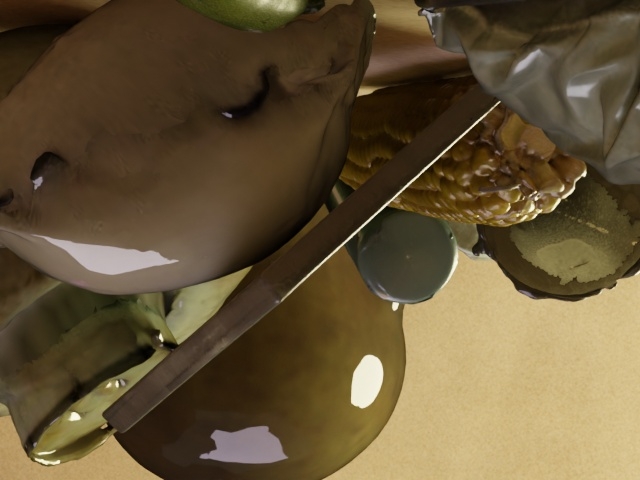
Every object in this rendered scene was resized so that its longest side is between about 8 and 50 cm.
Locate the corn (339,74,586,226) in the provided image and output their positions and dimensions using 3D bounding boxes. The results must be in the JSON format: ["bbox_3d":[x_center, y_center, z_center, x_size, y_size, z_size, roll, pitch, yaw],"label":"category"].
[{"bbox_3d":[0.085,-0.062,1.341,0.106,0.106,0.305,7,179,-21],"label":"corn"}]

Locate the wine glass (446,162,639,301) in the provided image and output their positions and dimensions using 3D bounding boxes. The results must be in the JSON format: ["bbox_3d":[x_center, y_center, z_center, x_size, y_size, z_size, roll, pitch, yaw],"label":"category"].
[{"bbox_3d":[0.164,-0.035,1.525,0.156,0.156,0.232,7,-177,-12],"label":"wine glass"}]

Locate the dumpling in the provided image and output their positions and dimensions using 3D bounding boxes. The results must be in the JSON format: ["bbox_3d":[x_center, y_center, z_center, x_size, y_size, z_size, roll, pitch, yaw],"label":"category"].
[{"bbox_3d":[-0.099,-0.051,1.051,0.243,0.175,0.227,6,171,-6],"label":"dumpling"}]

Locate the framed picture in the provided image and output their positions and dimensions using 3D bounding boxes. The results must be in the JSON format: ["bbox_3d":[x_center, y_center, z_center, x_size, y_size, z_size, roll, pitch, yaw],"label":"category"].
[{"bbox_3d":[0.000,0.000,1.100,0.020,0.240,0.324,49,155,0],"label":"framed picture"}]

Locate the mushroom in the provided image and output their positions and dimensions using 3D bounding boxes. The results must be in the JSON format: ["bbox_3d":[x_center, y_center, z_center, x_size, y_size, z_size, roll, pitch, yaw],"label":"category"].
[{"bbox_3d":[-0.194,0.008,1.289,0.352,0.260,0.352,-31,162,-11],"label":"mushroom"}]

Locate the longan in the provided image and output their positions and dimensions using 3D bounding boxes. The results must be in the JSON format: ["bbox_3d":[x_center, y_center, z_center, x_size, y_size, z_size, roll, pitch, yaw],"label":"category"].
[{"bbox_3d":[-0.070,0.064,1.837,0.361,0.361,0.361,6,178,0],"label":"longan"}]

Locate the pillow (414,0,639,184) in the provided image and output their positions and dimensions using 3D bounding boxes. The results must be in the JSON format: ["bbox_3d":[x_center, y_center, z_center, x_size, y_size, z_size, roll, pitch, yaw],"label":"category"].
[{"bbox_3d":[0.211,-0.057,0.516,0.310,0.138,0.283,4,180,-25],"label":"pillow"}]

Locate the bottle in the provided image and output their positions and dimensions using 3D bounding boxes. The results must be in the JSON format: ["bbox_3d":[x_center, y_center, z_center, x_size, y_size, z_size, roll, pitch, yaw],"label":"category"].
[{"bbox_3d":[0.049,-0.029,1.573,0.082,0.082,0.286,7,-163,-10],"label":"bottle"}]

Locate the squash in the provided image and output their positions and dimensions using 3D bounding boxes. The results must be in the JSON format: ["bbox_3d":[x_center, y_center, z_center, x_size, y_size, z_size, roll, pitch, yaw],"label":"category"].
[{"bbox_3d":[-0.036,-0.120,0.850,0.052,0.052,0.183,6,-179,11],"label":"squash"}]
